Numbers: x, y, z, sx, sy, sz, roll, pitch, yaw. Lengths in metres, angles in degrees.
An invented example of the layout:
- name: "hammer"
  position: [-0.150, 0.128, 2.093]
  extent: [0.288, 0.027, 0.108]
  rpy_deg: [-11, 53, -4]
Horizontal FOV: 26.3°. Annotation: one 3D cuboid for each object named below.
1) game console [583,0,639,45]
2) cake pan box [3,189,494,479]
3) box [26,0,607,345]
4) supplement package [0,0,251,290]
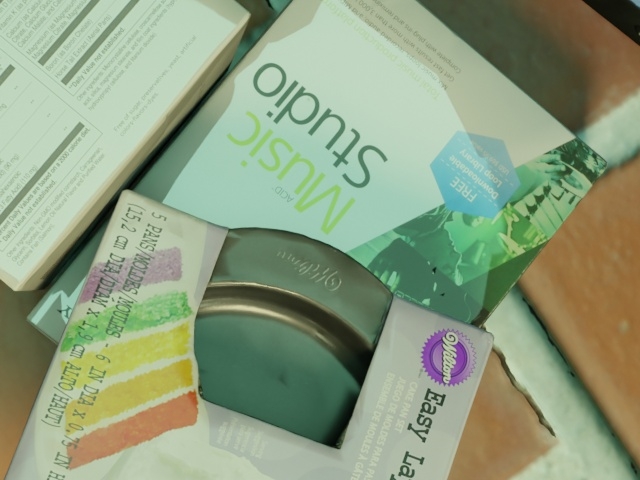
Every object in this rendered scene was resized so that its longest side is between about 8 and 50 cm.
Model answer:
- name: "game console"
  position: [0.226, -0.078, 0.810]
  extent: [0.250, 0.293, 0.173]
  rpy_deg: [37, 83, -4]
- name: "cake pan box"
  position: [-0.050, 0.127, 0.811]
  extent: [0.246, 0.070, 0.266]
  rpy_deg: [23, 78, -8]
- name: "box"
  position: [0.000, 0.000, 0.894]
  extent: [0.232, 0.058, 0.322]
  rpy_deg: [39, 85, -4]
- name: "supplement package"
  position: [-0.208, -0.126, 0.798]
  extent: [0.263, 0.199, 0.198]
  rpy_deg: [40, 84, -5]
